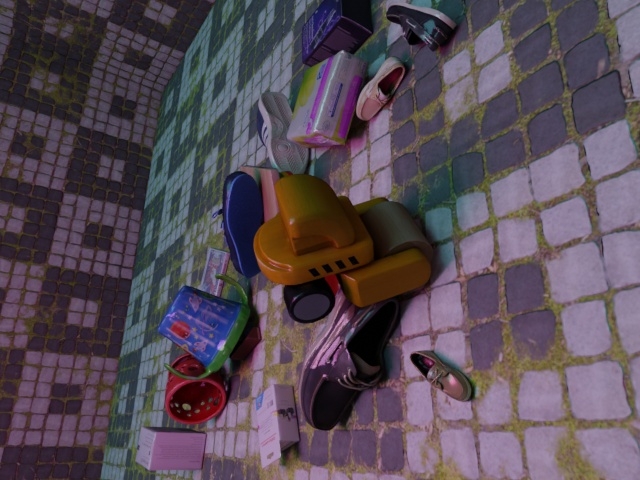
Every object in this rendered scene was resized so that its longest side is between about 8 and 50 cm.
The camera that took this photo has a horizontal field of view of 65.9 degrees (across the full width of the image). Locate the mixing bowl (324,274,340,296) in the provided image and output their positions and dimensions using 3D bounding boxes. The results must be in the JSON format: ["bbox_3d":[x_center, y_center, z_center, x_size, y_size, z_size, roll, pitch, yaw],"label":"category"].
[{"bbox_3d":[0.038,0.091,1.152,0.181,0.098,0.181,-31,52,50],"label":"mixing bowl"}]

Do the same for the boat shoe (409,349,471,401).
[{"bbox_3d":[0.206,0.237,0.870,0.135,0.045,0.050,30,104,58],"label":"boat shoe"}]

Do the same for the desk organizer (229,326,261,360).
[{"bbox_3d":[-0.237,0.322,1.544,0.130,0.050,0.047,-51,38,34],"label":"desk organizer"}]

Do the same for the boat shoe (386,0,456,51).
[{"bbox_3d":[0.211,-0.494,1.136,0.079,0.084,0.233,-62,36,20],"label":"boat shoe"}]

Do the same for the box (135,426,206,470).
[{"bbox_3d":[-0.516,0.714,1.701,0.181,0.182,0.118,-20,60,54],"label":"box"}]

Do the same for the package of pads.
[{"bbox_3d":[0.010,-0.370,1.359,0.296,0.101,0.229,-153,79,-69],"label":"package of pads"}]

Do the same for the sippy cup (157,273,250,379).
[{"bbox_3d":[-0.374,0.261,1.554,0.240,0.224,0.305,-52,13,28],"label":"sippy cup"}]

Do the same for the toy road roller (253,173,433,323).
[{"bbox_3d":[0.038,-0.012,0.939,0.202,0.330,0.240,-113,10,-45],"label":"toy road roller"}]

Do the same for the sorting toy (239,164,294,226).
[{"bbox_3d":[-0.135,-0.091,1.444,0.255,0.090,0.256,20,121,61],"label":"sorting toy"}]

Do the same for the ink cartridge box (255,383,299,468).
[{"bbox_3d":[-0.110,0.474,1.264,0.104,0.062,0.181,-47,40,39],"label":"ink cartridge box"}]

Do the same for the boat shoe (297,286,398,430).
[{"bbox_3d":[0.057,0.245,1.027,0.130,0.132,0.355,31,105,58],"label":"boat shoe"}]

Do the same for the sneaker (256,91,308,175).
[{"bbox_3d":[-0.127,-0.309,1.588,0.148,0.131,0.349,112,150,-55],"label":"sneaker"}]

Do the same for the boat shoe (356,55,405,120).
[{"bbox_3d":[0.146,-0.364,1.205,0.170,0.063,0.059,-58,29,25],"label":"boat shoe"}]

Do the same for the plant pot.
[{"bbox_3d":[-0.420,0.481,1.641,0.191,0.191,0.174,-66,27,15],"label":"plant pot"}]

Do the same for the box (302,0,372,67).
[{"bbox_3d":[0.043,-0.610,1.432,0.207,0.108,0.153,-35,49,48],"label":"box"}]

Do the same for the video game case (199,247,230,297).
[{"bbox_3d":[-0.420,0.127,1.949,0.201,0.023,0.183,8,84,59],"label":"video game case"}]

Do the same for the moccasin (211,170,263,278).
[{"bbox_3d":[-0.245,-0.043,1.418,0.117,0.138,0.341,33,132,40],"label":"moccasin"}]
